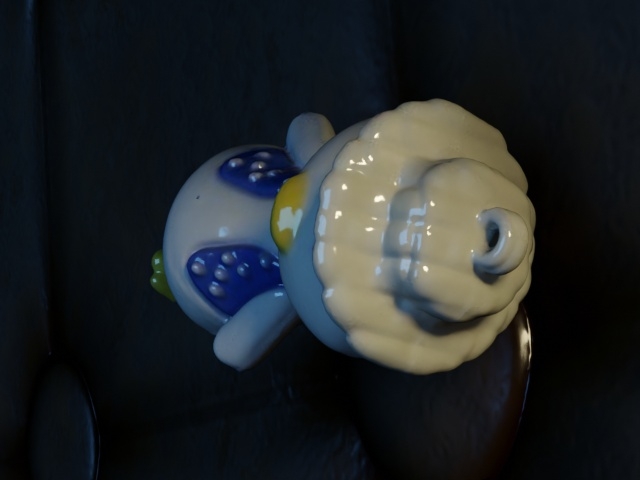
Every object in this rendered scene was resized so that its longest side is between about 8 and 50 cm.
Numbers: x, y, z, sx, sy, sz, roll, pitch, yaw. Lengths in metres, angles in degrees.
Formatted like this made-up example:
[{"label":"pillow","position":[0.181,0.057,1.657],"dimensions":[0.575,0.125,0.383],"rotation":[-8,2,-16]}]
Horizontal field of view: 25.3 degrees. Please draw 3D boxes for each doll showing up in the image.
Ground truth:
[{"label":"doll","position":[0.000,0.000,0.688],"dimensions":[0.293,0.119,0.138],"rotation":[2,67,59]}]
